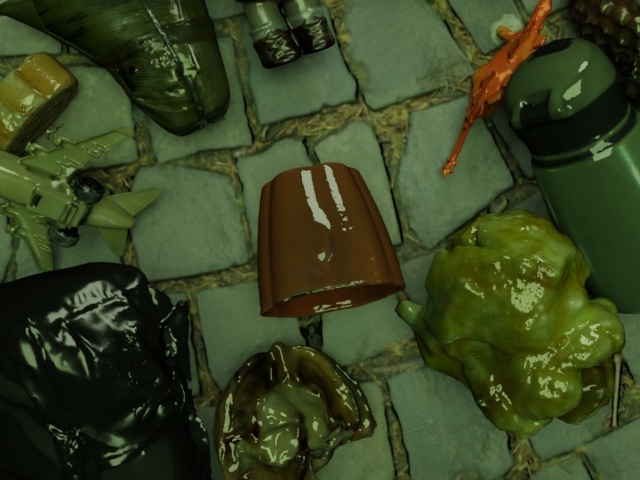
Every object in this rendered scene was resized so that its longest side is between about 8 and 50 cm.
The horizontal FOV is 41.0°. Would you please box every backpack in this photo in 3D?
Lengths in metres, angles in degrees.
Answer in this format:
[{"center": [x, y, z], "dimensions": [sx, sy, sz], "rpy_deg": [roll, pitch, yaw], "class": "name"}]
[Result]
[{"center": [-0.275, 0.246, 1.033], "dimensions": [0.364, 0.255, 0.445], "rpy_deg": [-9, 104, 39], "class": "backpack"}]

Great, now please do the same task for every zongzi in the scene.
[{"center": [-0.270, -0.237, 1.121], "dimensions": [0.275, 0.125, 0.250], "rpy_deg": [-16, 83, -1], "class": "zongzi"}]

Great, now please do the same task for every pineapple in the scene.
[{"center": [0.422, -0.265, 1.142], "dimensions": [0.175, 0.175, 0.360], "rpy_deg": [-11, 104, -2], "class": "pineapple"}]

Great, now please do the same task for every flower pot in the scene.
[{"center": [0.000, 0.000, 1.109], "dimensions": [0.191, 0.190, 0.173], "rpy_deg": [-12, 76, -2], "class": "flower pot"}]

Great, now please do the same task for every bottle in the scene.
[{"center": [0.353, -0.085, 1.073], "dimensions": [0.169, 0.168, 0.347], "rpy_deg": [-33, 109, -2], "class": "bottle"}]

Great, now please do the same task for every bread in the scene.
[{"center": [-0.384, -0.172, 1.116], "dimensions": [0.073, 0.122, 0.149], "rpy_deg": [41, 90, -4], "class": "bread"}]

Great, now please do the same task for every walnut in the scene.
[{"center": [-0.055, 0.253, 1.103], "dimensions": [0.204, 0.141, 0.238], "rpy_deg": [42, 47, -7], "class": "walnut"}]

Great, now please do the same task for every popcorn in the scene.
[{"center": [0.242, 0.095, 1.055], "dimensions": [0.226, 0.276, 0.276], "rpy_deg": [-38, 90, -10], "class": "popcorn"}]

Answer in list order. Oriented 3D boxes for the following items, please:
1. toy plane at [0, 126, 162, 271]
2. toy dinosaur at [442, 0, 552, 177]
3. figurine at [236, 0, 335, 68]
[{"center": [-0.341, -0.060, 1.086], "dimensions": [0.256, 0.104, 0.242], "rpy_deg": [16, 120, -38], "class": "toy plane"}, {"center": [0.239, -0.215, 1.142], "dimensions": [0.070, 0.117, 0.288], "rpy_deg": [33, 85, -2], "class": "toy dinosaur"}, {"center": [-0.083, -0.408, 1.076], "dimensions": [0.282, 0.167, 0.369], "rpy_deg": [-24, 111, -11], "class": "figurine"}]
